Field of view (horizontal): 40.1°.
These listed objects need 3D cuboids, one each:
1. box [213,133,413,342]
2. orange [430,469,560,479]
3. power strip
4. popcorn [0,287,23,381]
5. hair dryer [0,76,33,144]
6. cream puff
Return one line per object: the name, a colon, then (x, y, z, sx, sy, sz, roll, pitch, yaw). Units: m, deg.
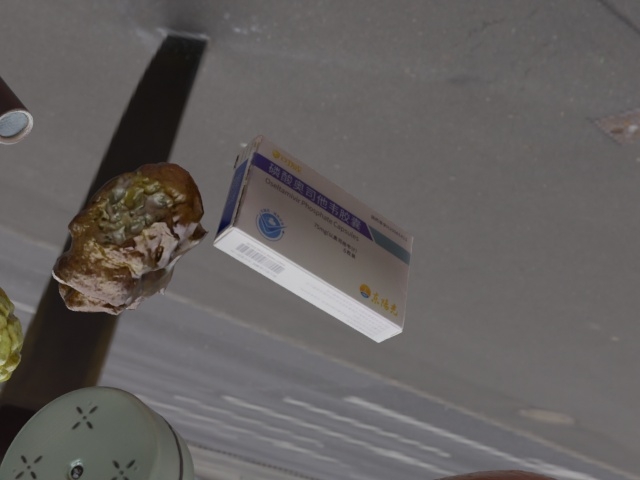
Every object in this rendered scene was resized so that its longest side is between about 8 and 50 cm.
box: (0.000, 0.000, 1.424, 0.343, 0.200, 0.065, 32, 138, -25)
orange: (0.119, 0.292, 0.649, 0.283, 0.226, 0.284, -8, 147, -6)
power strip: (-0.417, 0.442, 1.622, 0.357, 0.358, 0.161, 4, 149, 25)
popcorn: (-0.538, 0.108, 1.217, 0.205, 0.252, 0.237, -29, 163, -15)
hair dryer: (-0.595, -0.190, 1.368, 0.255, 0.128, 0.070, -23, 148, -32)
cream puff: (-0.289, -0.002, 1.350, 0.155, 0.269, 0.241, 41, -176, 8)
